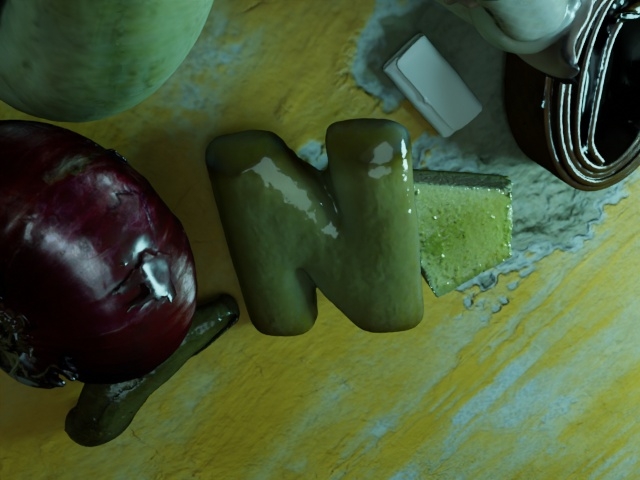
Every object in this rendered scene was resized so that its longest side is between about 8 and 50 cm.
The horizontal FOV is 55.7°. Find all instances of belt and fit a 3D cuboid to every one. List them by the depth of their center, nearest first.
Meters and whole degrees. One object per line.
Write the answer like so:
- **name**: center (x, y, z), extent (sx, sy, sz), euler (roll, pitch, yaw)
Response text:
- **belt**: center (0.316, -0.188, 0.692), extent (0.184, 0.105, 0.261), euler (-9, 120, -9)

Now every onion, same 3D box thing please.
- **onion**: center (-0.255, 0.011, 0.608), extent (0.314, 0.232, 0.313), euler (21, 141, 18)

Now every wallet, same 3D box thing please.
- **wallet**: center (0.132, -0.178, 0.705), extent (0.061, 0.025, 0.122), euler (-39, 120, 19)

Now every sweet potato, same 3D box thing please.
- **sweet potato**: center (-0.230, 0.164, 0.799), extent (0.286, 0.085, 0.112), euler (-44, 153, 2)

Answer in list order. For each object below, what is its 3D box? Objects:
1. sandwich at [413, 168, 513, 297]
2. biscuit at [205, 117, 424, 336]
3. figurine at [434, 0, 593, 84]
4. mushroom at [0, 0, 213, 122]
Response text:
- **sandwich**: center (0.176, -0.040, 0.777), extent (0.163, 0.058, 0.193), euler (-30, 119, 3)
- **biscuit**: center (0.000, 0.000, 0.727), extent (0.237, 0.062, 0.290), euler (-2, 123, 10)
- **figurine**: center (0.217, -0.342, 0.509), extent (0.211, 0.253, 0.361), euler (15, 111, -29)
- **mushroom**: center (-0.224, -0.249, 0.415), extent (0.353, 0.260, 0.352), euler (19, 136, 19)
